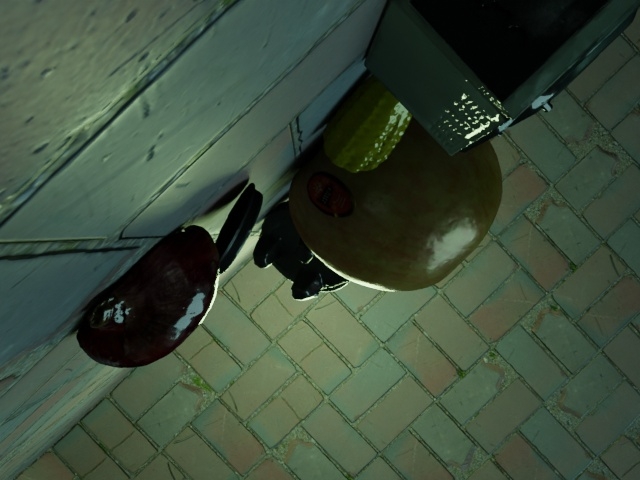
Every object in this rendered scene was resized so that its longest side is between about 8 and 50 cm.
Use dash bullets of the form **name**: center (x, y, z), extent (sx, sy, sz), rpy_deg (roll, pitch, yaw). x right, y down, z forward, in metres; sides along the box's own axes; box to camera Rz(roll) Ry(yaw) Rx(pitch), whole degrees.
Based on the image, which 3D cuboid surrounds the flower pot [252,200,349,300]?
- **flower pot**: center (0.000, 0.000, 1.575), extent (0.299, 0.299, 0.283), rpy_deg (-42, -173, 49)

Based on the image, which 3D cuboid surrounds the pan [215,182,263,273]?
- **pan**: center (-0.142, 0.028, 0.808), extent (0.235, 0.028, 0.136), rpy_deg (-57, -164, 4)

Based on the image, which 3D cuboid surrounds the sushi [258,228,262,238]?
- **sushi**: center (-0.102, -0.029, 1.856), extent (0.115, 0.147, 0.212), rpy_deg (-52, -168, 53)

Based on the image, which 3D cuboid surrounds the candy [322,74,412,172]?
- **candy**: center (0.082, -0.184, 0.875), extent (0.199, 0.106, 0.094), rpy_deg (-50, -167, 55)

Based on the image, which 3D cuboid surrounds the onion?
- **onion**: center (-0.194, 0.083, 0.706), extent (0.206, 0.098, 0.151), rpy_deg (-43, -177, 17)

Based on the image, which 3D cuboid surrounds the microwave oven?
- **microwave oven**: center (0.223, -0.253, 0.635), extent (0.295, 0.181, 0.237), rpy_deg (-44, 180, -4)

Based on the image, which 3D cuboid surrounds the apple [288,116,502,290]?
- **apple**: center (0.149, -0.092, 1.167), extent (0.391, 0.346, 0.391), rpy_deg (-48, -176, 5)
